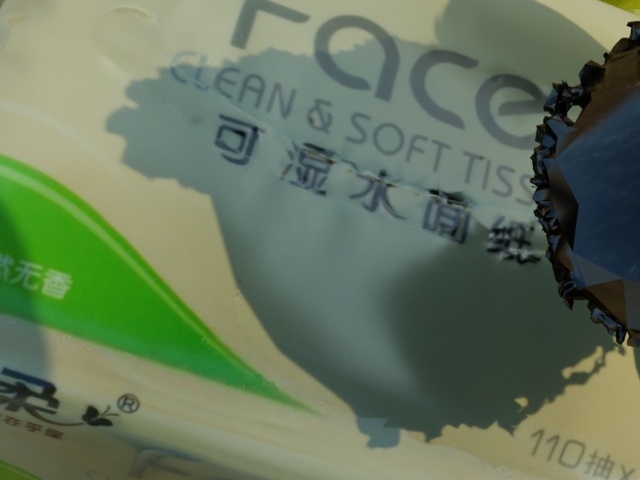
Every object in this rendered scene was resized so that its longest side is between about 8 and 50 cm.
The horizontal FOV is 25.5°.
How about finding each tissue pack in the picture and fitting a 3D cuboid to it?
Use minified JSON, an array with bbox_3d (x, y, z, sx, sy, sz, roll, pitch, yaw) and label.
[{"bbox_3d":[0.000,0.000,0.758,0.405,0.205,0.331,19,60,-8],"label":"tissue pack"}]

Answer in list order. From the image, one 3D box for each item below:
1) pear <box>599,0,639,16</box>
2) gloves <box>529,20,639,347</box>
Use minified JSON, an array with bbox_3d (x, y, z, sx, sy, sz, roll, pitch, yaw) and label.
[{"bbox_3d":[0.234,-0.115,1.115,0.198,0.198,0.198,1,93,16],"label":"pear"},{"bbox_3d":[0.230,-0.055,0.548,0.312,0.135,0.210,-34,89,-4],"label":"gloves"}]
